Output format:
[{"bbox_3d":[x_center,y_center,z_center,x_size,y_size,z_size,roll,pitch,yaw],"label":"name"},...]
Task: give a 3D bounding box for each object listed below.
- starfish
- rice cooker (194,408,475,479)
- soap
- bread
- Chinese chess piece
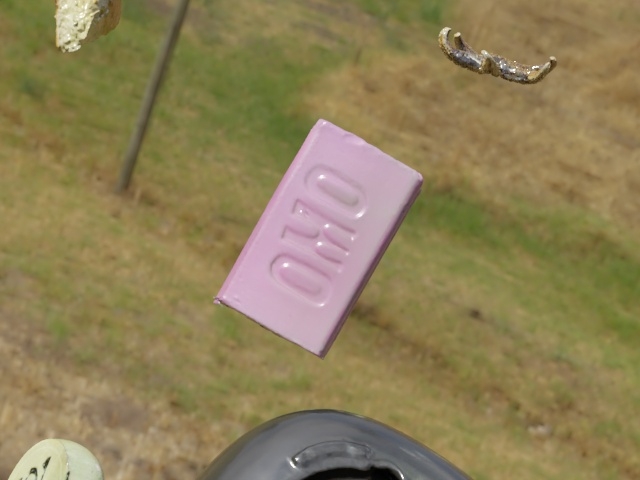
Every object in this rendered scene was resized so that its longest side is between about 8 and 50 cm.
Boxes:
[{"bbox_3d":[0.133,-0.131,1.056,0.078,0.028,0.091,3,16,-45],"label":"starfish"},{"bbox_3d":[0.009,0.249,0.928,0.267,0.224,0.267,6,57,-10],"label":"rice cooker"},{"bbox_3d":[0.000,0.000,1.374,0.122,0.203,0.065,29,-3,4],"label":"soap"},{"bbox_3d":[-0.237,-0.260,1.524,0.054,0.154,0.136,3,-6,9],"label":"bread"},{"bbox_3d":[-0.176,0.170,0.937,0.034,0.084,0.084,31,13,-34],"label":"Chinese chess piece"}]
